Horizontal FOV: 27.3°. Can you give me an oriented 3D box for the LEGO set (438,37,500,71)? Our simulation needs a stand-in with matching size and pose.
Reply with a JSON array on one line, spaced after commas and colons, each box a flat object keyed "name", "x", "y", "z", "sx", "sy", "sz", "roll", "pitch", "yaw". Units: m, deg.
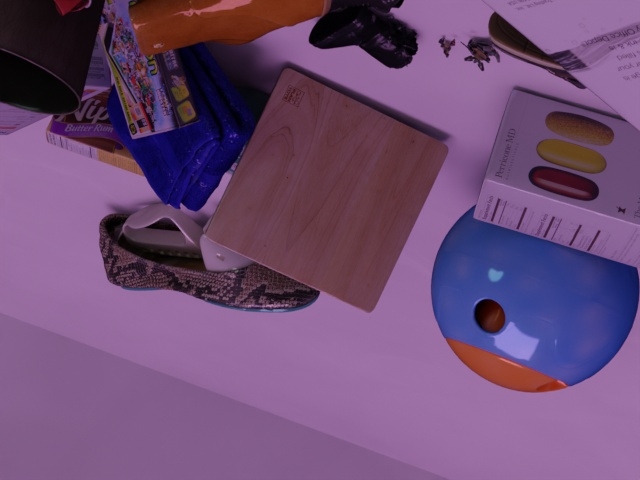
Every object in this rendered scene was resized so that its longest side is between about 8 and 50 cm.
[{"name": "LEGO set", "x": 0.183, "y": -0.231, "z": 1.586, "sx": 0.083, "sy": 0.023, "sz": 0.054, "roll": 27, "pitch": 160, "yaw": 18}]

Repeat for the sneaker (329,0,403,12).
[{"name": "sneaker", "x": 0.056, "y": -0.286, "z": 1.509, "sx": 0.089, "sy": 0.051, "sz": 0.170, "roll": 29, "pitch": 154, "yaw": -11}]

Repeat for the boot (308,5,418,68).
[{"name": "boot", "x": 0.055, "y": -0.246, "z": 1.625, "sx": 0.099, "sy": 0.045, "sz": 0.121, "roll": 28, "pitch": 156, "yaw": -29}]

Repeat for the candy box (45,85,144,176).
[{"name": "candy box", "x": -0.314, "y": -0.174, "z": 2.023, "sx": 0.187, "sy": 0.109, "sz": 0.053, "roll": 20, "pitch": 159, "yaw": 0}]

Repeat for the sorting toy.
[{"name": "sorting toy", "x": 0.006, "y": -0.070, "z": 1.838, "sx": 0.255, "sy": 0.257, "sz": 0.089, "roll": 25, "pitch": -179, "yaw": -9}]

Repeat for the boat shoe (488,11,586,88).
[{"name": "boat shoe", "x": 0.294, "y": -0.204, "z": 1.470, "sx": 0.224, "sy": 0.080, "sz": 0.073, "roll": 12, "pitch": 153, "yaw": 6}]

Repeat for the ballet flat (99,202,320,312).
[{"name": "ballet flat", "x": -0.225, "y": 0.020, "z": 2.391, "sx": 0.483, "sy": 0.164, "sz": 0.182, "roll": 7, "pitch": 129, "yaw": 34}]

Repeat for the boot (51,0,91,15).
[{"name": "boot", "x": -0.213, "y": -0.318, "z": 1.490, "sx": 0.244, "sy": 0.176, "sz": 0.088, "roll": 11, "pitch": 155, "yaw": 16}]

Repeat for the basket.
[{"name": "basket", "x": -0.343, "y": -0.292, "z": 1.594, "sx": 0.204, "sy": 0.227, "sz": 0.154, "roll": 18, "pitch": 159, "yaw": 5}]

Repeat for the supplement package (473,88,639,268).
[{"name": "supplement package", "x": 0.333, "y": -0.074, "z": 1.671, "sx": 0.244, "sy": 0.139, "sz": 0.134, "roll": 16, "pitch": 160, "yaw": 6}]

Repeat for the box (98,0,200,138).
[{"name": "box", "x": -0.231, "y": -0.241, "z": 1.707, "sx": 0.114, "sy": 0.036, "sz": 0.207, "roll": -7, "pitch": 103, "yaw": 49}]

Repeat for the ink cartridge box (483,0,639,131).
[{"name": "ink cartridge box", "x": 0.316, "y": -0.264, "z": 1.180, "sx": 0.395, "sy": 0.166, "sz": 0.285, "roll": 33, "pitch": 156, "yaw": -30}]

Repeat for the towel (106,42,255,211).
[{"name": "towel", "x": -0.210, "y": -0.174, "z": 1.841, "sx": 0.227, "sy": 0.076, "sz": 0.308, "roll": 54, "pitch": 154, "yaw": 4}]

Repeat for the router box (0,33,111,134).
[{"name": "router box", "x": -0.519, "y": -0.227, "z": 1.860, "sx": 0.335, "sy": 0.082, "sz": 0.301, "roll": -1, "pitch": 171, "yaw": -44}]

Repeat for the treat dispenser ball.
[{"name": "treat dispenser ball", "x": 0.298, "y": 0.068, "z": 1.842, "sx": 0.288, "sy": 0.288, "sz": 0.288, "roll": 17, "pitch": 159, "yaw": 7}]

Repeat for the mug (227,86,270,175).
[{"name": "mug", "x": -0.098, "y": -0.148, "z": 1.916, "sx": 0.158, "sy": 0.097, "sz": 0.129, "roll": 9, "pitch": 156, "yaw": 27}]

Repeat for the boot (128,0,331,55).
[{"name": "boot", "x": -0.108, "y": -0.269, "z": 1.467, "sx": 0.211, "sy": 0.104, "sz": 0.295, "roll": -15, "pitch": 177, "yaw": -10}]
